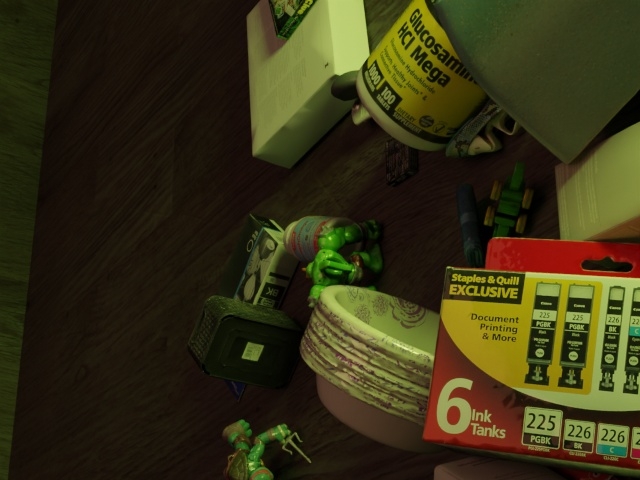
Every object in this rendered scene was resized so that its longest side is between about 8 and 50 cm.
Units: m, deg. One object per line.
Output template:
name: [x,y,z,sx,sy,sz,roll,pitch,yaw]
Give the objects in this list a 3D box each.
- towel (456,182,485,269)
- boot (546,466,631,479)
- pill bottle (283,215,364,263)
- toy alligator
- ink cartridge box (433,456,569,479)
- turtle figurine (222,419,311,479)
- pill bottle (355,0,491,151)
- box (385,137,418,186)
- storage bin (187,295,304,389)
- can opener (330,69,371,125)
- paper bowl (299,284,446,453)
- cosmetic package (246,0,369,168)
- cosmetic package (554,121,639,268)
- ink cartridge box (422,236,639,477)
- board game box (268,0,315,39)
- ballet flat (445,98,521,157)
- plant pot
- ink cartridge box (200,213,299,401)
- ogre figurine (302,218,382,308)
towel: [0.217,-0.021,1.642,0.029,0.067,0.119,-9,54,10]
boot: [0.316,0.228,1.338,0.176,0.088,0.244,11,93,60]
pill bottle: [0.000,0.000,1.973,0.160,0.087,0.087,3,79,60]
toy alligator: [0.261,-0.027,1.592,0.051,0.056,0.189,-56,-22,-65]
ink cartridge box: [0.256,0.394,1.240,0.306,0.131,0.226,24,115,55]
turtle figurine: [-0.109,0.395,1.946,0.234,0.118,0.175,15,89,66]
pill bottle: [0.214,-0.303,1.661,0.334,0.188,0.187,-50,37,35]
box: [0.135,-0.140,1.884,0.067,0.018,0.083,-33,49,49]
storage bin: [-0.131,0.183,2.010,0.084,0.180,0.122,42,112,57]
can opener: [0.126,-0.275,1.904,0.280,0.093,0.074,-25,54,47]
paper bowl: [0.108,0.179,1.506,0.284,0.284,0.148,40,112,58]
cosmetic package: [-0.029,-0.373,2.196,0.284,0.098,0.377,-42,42,44]
cosmetic package: [0.395,-0.066,1.332,0.238,0.107,0.127,-26,54,49]
ink cartridge box: [0.293,0.115,1.247,0.310,0.130,0.271,2,75,26]
board game box: [-0.060,-0.521,2.205,0.136,0.030,0.259,-51,36,35]
ballet flat: [0.255,-0.169,1.661,0.188,0.070,0.070,-52,36,40]
plant pot: [0.285,-0.298,1.394,0.248,0.252,0.247,-52,11,34]
ink cartridge box: [-0.148,0.129,2.187,0.165,0.065,0.332,41,112,57]
ogre figurine: [0.039,0.053,1.851,0.097,0.118,0.197,22,95,60]
